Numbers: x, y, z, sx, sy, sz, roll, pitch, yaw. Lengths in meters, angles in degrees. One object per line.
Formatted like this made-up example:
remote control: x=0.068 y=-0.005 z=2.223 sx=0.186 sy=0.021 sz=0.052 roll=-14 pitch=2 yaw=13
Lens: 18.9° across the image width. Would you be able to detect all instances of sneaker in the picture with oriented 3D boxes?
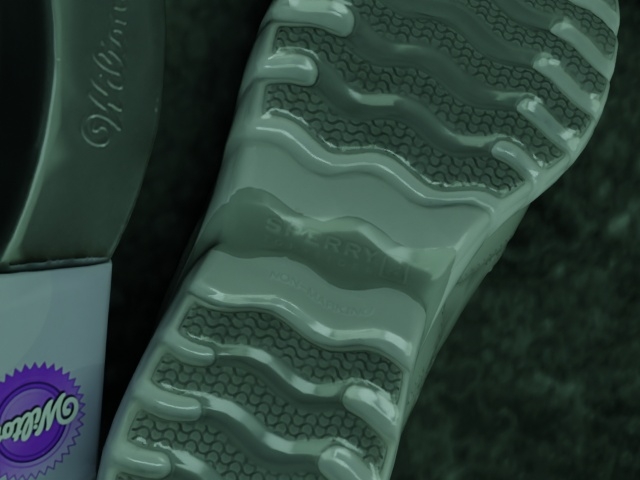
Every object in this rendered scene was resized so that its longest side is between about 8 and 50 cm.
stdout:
sneaker: x=0.000 y=0.000 z=0.607 sx=0.105 sy=0.115 sz=0.281 roll=32 pitch=64 yaw=-3

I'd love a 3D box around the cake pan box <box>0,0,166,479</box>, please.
cake pan box: x=-0.164 y=-0.043 z=0.468 sx=0.267 sy=0.070 sz=0.245 roll=-3 pitch=107 yaw=-38
